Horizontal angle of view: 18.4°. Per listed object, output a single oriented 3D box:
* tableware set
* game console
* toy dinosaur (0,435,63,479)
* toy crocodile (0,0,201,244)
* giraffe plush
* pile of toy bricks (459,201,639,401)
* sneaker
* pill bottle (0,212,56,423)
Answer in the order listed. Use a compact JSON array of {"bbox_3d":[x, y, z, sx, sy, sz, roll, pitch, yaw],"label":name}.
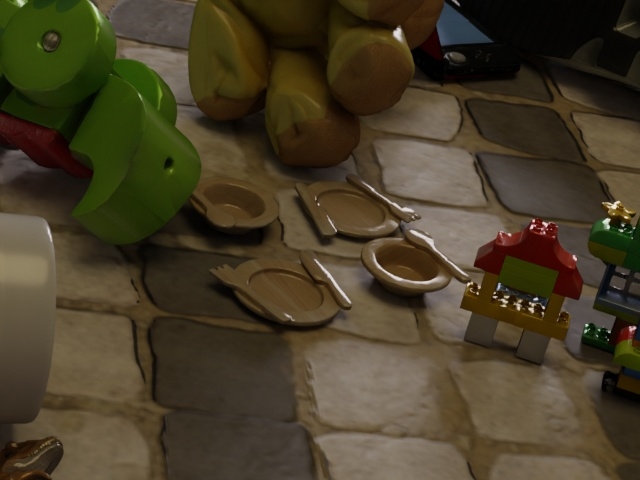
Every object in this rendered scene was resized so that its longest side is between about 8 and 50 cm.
[{"bbox_3d":[0.000,0.000,1.162,0.168,0.020,0.141,-6,36,-33],"label":"tableware set"},{"bbox_3d":[0.073,-0.187,1.448,0.124,0.085,0.144,-7,37,-33],"label":"game console"},{"bbox_3d":[-0.169,0.138,0.826,0.112,0.064,0.211,11,15,30],"label":"toy dinosaur"},{"bbox_3d":[-0.198,-0.110,1.182,0.340,0.105,0.115,33,-8,29],"label":"toy crocodile"},{"bbox_3d":[0.007,-0.161,1.302,0.210,0.181,0.170,49,29,19],"label":"giraffe plush"},{"bbox_3d":[0.196,0.022,1.130,0.212,0.105,0.118,18,30,3],"label":"pile of toy bricks"},{"bbox_3d":[0.233,-0.174,1.496,0.330,0.122,0.146,36,17,33],"label":"sneaker"},{"bbox_3d":[-0.232,0.030,0.902,0.208,0.119,0.119,5,31,-18],"label":"pill bottle"}]
